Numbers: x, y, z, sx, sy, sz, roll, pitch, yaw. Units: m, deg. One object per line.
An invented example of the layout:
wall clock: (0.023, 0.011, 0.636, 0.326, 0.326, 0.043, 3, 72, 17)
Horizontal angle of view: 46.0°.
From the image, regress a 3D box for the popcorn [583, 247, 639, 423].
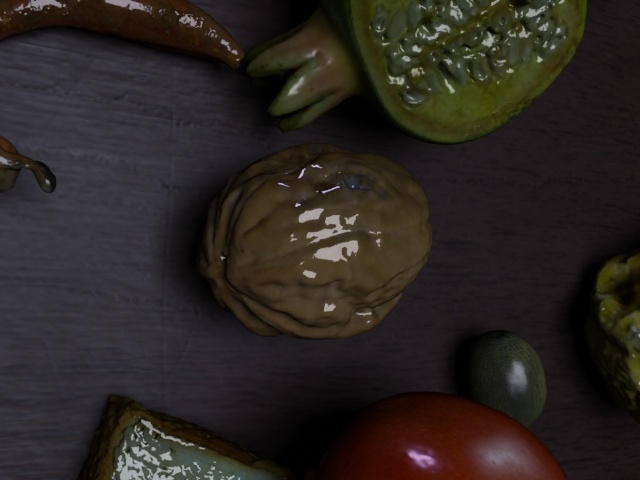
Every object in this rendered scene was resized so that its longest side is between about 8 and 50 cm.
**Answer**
popcorn: (0.462, 0.116, 1.014, 0.225, 0.173, 0.286, 2, 88, -22)

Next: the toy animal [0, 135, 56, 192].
toy animal: (-0.382, -0.104, 0.591, 0.312, 0.097, 0.158, -4, 86, -31)

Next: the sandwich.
sandwich: (-0.150, 0.305, 0.718, 0.226, 0.087, 0.251, 31, 75, -26)

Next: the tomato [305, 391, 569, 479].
tomato: (0.102, 0.320, 0.711, 0.272, 0.341, 0.342, 15, 80, 14)

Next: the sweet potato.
sweet potato: (-0.194, -0.212, 0.714, 0.255, 0.058, 0.078, 0, 110, -25)

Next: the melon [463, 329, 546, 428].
melon: (0.226, 0.172, 0.920, 0.098, 0.098, 0.131, -25, 103, -27)

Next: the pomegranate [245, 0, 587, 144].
pomegranate: (0.084, -0.249, 0.788, 0.358, 0.216, 0.310, -26, 129, 6)

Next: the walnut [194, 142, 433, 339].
walnut: (0.000, 0.000, 0.744, 0.244, 0.198, 0.198, -11, 95, -36)
